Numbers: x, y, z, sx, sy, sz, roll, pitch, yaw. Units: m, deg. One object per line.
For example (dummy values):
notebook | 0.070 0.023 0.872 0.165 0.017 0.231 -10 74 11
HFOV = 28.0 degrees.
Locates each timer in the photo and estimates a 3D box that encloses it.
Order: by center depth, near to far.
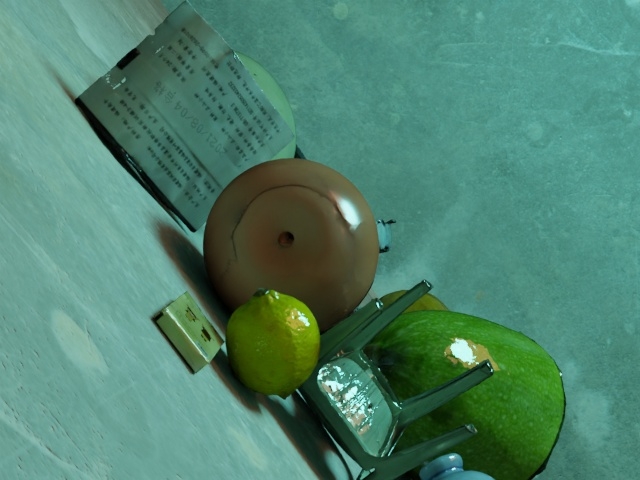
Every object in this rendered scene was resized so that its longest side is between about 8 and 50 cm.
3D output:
timer | -0.037 0.010 1.654 0.230 0.229 0.215 54 -2 8

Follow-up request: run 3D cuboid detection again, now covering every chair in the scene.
chair | 0.056 0.188 1.571 0.203 0.274 0.190 55 29 -1

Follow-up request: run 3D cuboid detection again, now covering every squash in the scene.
squash | 0.192 0.222 1.979 0.310 0.310 0.309 57 8 36

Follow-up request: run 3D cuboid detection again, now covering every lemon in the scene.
lemon | -0.053 0.114 1.437 0.109 0.109 0.133 -110 -169 -73

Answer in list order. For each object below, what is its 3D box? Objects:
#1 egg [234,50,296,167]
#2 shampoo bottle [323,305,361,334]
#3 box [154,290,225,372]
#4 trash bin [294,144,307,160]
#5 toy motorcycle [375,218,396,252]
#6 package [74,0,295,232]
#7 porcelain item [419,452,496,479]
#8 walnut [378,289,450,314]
egg | -0.147 -0.163 1.873 0.219 0.219 0.269 48 18 -48
shampoo bottle | -0.008 0.072 2.351 0.129 0.084 0.323 38 14 -49
box | -0.136 0.094 1.351 0.073 0.020 0.149 53 5 -1
trash bin | -0.097 -0.115 2.339 0.175 0.161 0.175 56 2 -3
toy motorcycle | -0.004 -0.024 2.142 0.182 0.241 0.319 64 11 6
package | -0.171 -0.157 1.696 0.251 0.204 0.062 49 -4 -27
porcelain item | 0.217 0.426 1.789 0.259 0.141 0.141 66 10 25
walnut | 0.186 0.241 2.341 0.336 0.209 0.209 65 9 25
